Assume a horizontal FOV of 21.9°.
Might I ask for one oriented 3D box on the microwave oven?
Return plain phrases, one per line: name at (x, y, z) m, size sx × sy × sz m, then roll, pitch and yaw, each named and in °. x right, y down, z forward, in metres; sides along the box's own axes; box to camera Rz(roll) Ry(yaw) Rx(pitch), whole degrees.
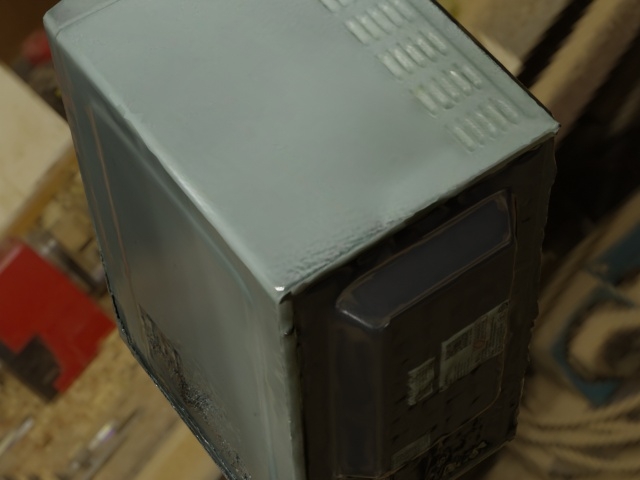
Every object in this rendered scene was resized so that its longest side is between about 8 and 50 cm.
microwave oven at (0.000, 0.000, 0.886) m, size 0.181 × 0.295 × 0.237 m, roll -31°, pitch 59°, yaw -19°
